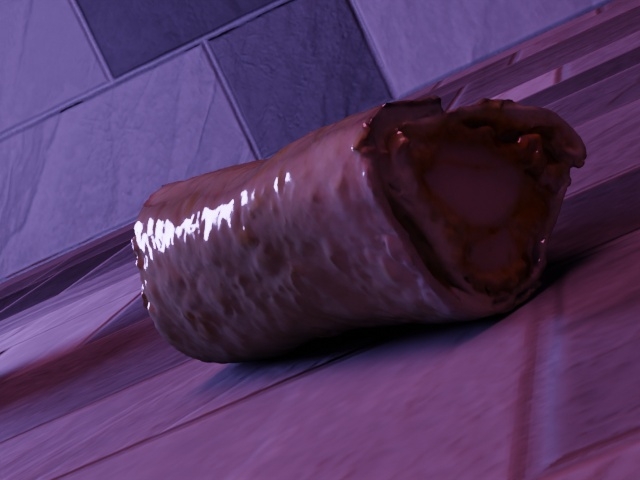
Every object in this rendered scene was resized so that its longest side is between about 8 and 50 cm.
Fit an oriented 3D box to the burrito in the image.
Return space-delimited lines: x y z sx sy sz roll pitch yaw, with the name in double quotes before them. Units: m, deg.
"burrito" 0.003 -0.002 0.827 0.143 0.105 0.299 -18 1 -29
